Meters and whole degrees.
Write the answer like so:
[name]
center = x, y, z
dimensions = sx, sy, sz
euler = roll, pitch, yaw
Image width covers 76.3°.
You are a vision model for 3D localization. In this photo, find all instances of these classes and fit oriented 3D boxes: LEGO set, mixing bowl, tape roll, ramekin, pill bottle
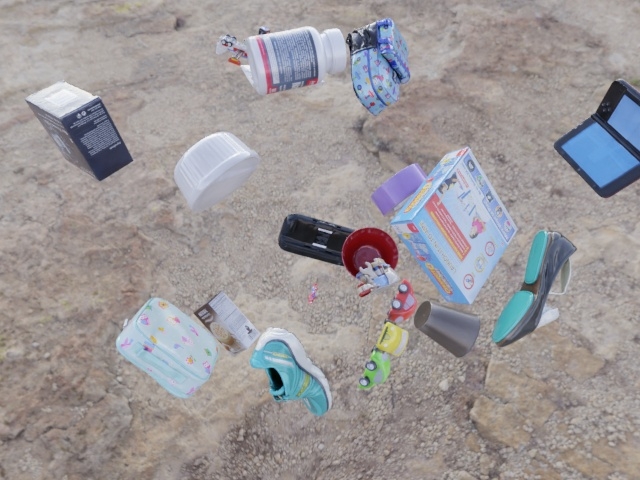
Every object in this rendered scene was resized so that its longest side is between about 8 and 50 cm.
[LEGO set]
center = -0.128, -0.423, 0.960
dimensions = 0.182, 0.060, 0.244
euler = -16, 60, -29
[mixing bowl]
center = 0.158, 0.055, 1.340
dimensions = 0.181, 0.098, 0.182
euler = 0, 76, 0
[tape roll]
center = 0.264, -0.163, 1.338
dimensions = 0.188, 0.189, 0.080
euler = -30, 81, -22
[ramekin]
center = -0.332, -0.223, 1.282
dimensions = 0.272, 0.273, 0.127
euler = -39, 90, -27
[pill bottle]
center = -0.046, -0.357, 0.801
dimensions = 0.180, 0.108, 0.108
euler = -16, 57, -10

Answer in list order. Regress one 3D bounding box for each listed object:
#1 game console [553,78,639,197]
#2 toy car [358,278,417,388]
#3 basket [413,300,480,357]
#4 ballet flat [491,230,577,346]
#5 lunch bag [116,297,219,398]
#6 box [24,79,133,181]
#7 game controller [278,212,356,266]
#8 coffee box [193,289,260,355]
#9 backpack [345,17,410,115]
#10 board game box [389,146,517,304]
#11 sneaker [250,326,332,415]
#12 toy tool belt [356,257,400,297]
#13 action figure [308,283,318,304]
[game console]
center = 0.485, -0.168, 0.677
dimensions = 0.085, 0.124, 0.144
euler = -23, 60, -3
[toy car]
center = 0.137, 0.217, 0.833
dimensions = 0.053, 0.225, 0.239
euler = 23, 24, 12
[basket]
center = 0.524, 0.359, 1.723
dimensions = 0.226, 0.154, 0.205
euler = 25, 92, -10
[ballet flat]
center = 0.472, 0.115, 0.876
dimensions = 0.096, 0.095, 0.281
euler = 25, 91, 2
[lunch bag]
center = -0.434, 0.303, 1.164
dimensions = 0.279, 0.108, 0.224
euler = 43, 13, -14
[box]
center = -0.512, -0.234, 0.873
dimensions = 0.155, 0.158, 0.093
euler = 27, 57, 28
[game controller]
center = 0.000, 0.000, 1.579
dimensions = 0.318, 0.167, 0.067
euler = 15, 21, -11
[coffee box]
center = -0.384, 0.340, 1.671
dimensions = 0.247, 0.141, 0.098
euler = 50, 43, -6
[backpack]
center = 0.137, -0.389, 0.942
dimensions = 0.116, 0.158, 0.174
euler = -9, 69, 31
[board game box]
center = 0.380, -0.039, 1.127
dimensions = 0.302, 0.086, 0.308
euler = -47, 111, -23
[sneaker]
center = -0.068, 0.311, 0.908
dimensions = 0.106, 0.275, 0.110
euler = -3, 40, 42
[toy tool belt]
center = 0.078, 0.054, 0.617
dimensions = 0.083, 0.052, 0.051
euler = -9, 62, -40
[action figure]
center = -0.030, 0.229, 1.710
dimensions = 0.030, 0.038, 0.115
euler = 8, 35, 12
